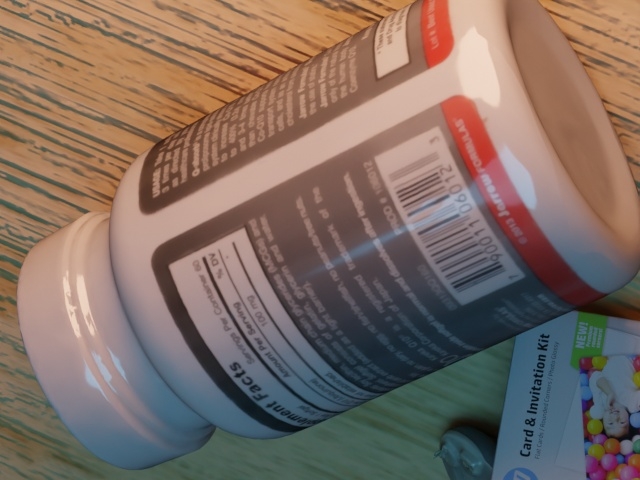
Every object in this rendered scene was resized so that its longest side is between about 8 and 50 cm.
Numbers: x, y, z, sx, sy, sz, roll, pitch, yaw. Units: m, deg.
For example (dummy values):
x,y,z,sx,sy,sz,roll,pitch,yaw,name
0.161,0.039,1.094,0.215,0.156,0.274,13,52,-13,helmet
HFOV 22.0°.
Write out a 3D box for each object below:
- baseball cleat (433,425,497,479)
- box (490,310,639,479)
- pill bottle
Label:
x,y,z,sx,sy,sz,roll,pitch,yaw,name
0.178,0.197,1.165,0.206,0.109,0.072,47,148,19,baseball cleat
0.215,0.127,1.101,0.186,0.038,0.145,10,85,11,box
0.000,0.000,1.036,0.363,0.210,0.210,-26,106,23,pill bottle
